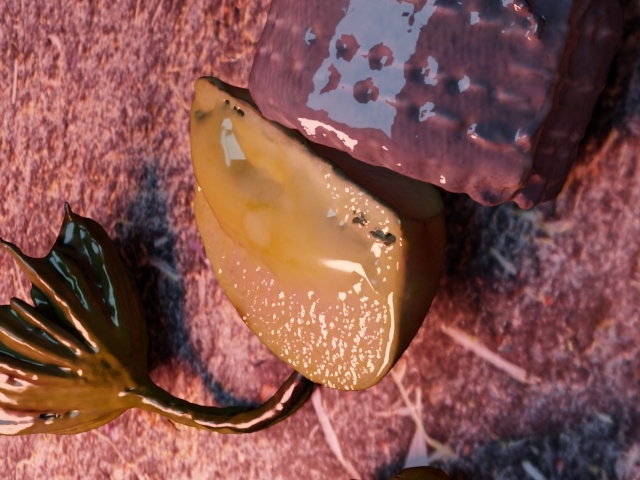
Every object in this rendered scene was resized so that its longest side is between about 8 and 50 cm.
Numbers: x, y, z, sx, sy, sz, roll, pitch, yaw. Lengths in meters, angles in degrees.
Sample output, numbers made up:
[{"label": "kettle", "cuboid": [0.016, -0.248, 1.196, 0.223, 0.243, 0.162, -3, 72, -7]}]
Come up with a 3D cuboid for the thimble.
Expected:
[{"label": "thimble", "cuboid": [0.076, -0.134, 0.862, 0.236, 0.205, 0.172, 32, 112, 39]}]

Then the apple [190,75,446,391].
[{"label": "apple", "cuboid": [0.000, 0.000, 1.004, 0.265, 0.120, 0.193, 37, 128, 39]}]

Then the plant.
[{"label": "plant", "cuboid": [-0.192, 0.134, 1.162, 0.333, 0.180, 0.251, 37, 127, 32]}]

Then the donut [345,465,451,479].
[{"label": "donut", "cuboid": [0.000, 0.244, 0.942, 0.226, 0.226, 0.114, -20, 85, 42]}]
